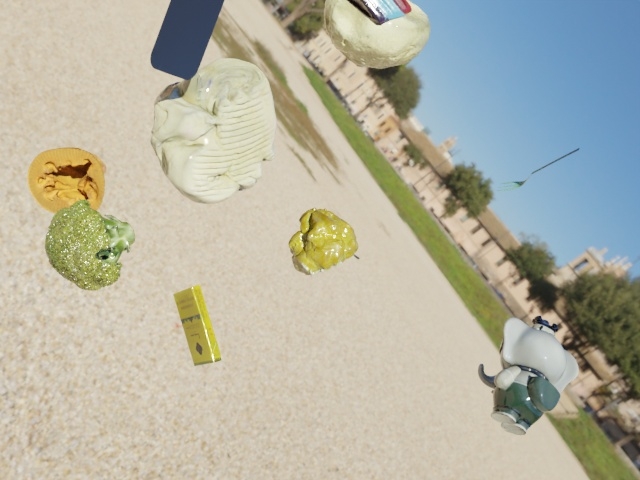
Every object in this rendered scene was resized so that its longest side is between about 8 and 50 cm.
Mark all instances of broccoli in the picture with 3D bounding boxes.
[{"bbox_3d":[-0.325,0.006,0.860,0.120,0.131,0.130,-18,92,-36],"label":"broccoli"}]

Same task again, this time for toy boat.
[{"bbox_3d":[0.030,-0.600,1.286,0.392,0.079,0.136,46,-9,1],"label":"toy boat"}]

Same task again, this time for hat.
[{"bbox_3d":[-0.720,-0.210,1.874,0.233,0.244,0.233,34,22,-4],"label":"hat"}]

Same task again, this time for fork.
[{"bbox_3d":[0.538,-0.168,1.501,0.021,0.235,0.039,43,51,-16],"label":"fork"}]

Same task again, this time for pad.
[{"bbox_3d":[-0.260,-0.468,1.255,0.004,0.267,0.181,27,12,15],"label":"pad"}]

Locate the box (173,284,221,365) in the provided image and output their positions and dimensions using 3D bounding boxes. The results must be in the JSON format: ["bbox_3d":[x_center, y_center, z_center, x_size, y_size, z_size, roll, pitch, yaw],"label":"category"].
[{"bbox_3d":[-0.443,0.307,2.177,0.041,0.153,0.279,-15,86,-42],"label":"box"}]

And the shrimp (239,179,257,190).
[{"bbox_3d":[-0.275,-0.188,1.780,0.042,0.190,0.101,119,-41,-57],"label":"shrimp"}]

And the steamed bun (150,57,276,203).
[{"bbox_3d":[-0.296,-0.286,1.590,0.247,0.339,0.352,27,-45,33],"label":"steamed bun"}]

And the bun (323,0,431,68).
[{"bbox_3d":[0.178,-0.695,2.016,0.352,0.227,0.349,0,41,-29],"label":"bun"}]

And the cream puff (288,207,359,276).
[{"bbox_3d":[-0.001,-0.001,1.300,0.156,0.156,0.121,55,-4,12],"label":"cream puff"}]

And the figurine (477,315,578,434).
[{"bbox_3d":[0.320,0.202,0.943,0.147,0.192,0.126,39,-26,-11],"label":"figurine"}]
